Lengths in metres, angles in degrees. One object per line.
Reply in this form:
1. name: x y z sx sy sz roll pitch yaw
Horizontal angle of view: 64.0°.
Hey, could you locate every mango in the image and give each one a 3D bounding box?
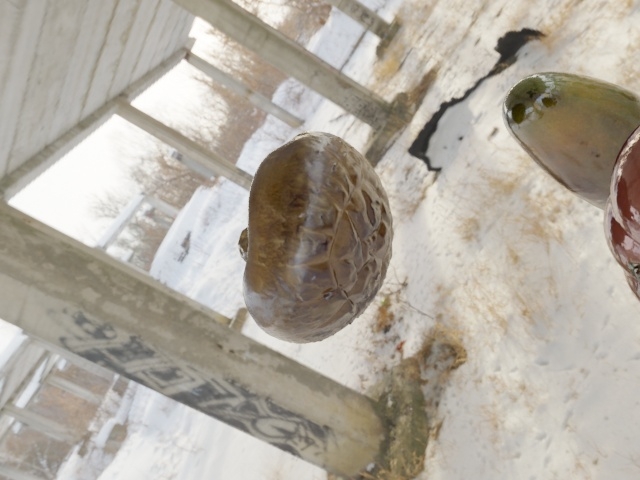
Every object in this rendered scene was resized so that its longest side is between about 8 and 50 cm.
1. mango: 0.310 -0.111 0.573 0.133 0.267 0.111 18 82 62

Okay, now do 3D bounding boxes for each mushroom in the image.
1. mushroom: 0.000 0.000 0.616 0.253 0.153 0.253 -26 -59 -56

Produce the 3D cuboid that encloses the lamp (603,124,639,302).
1. lamp: 0.236 -0.001 0.263 0.140 0.182 0.182 -33 5 -16
